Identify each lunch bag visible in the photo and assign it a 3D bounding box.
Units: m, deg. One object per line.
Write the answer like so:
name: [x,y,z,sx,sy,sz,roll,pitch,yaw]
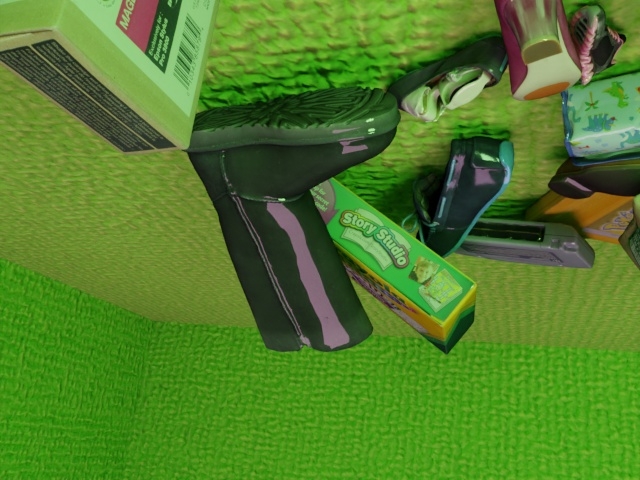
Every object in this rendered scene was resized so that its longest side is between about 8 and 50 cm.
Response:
lunch bag: [0.396,-0.154,0.797,0.128,0.096,0.151,-5,171,27]

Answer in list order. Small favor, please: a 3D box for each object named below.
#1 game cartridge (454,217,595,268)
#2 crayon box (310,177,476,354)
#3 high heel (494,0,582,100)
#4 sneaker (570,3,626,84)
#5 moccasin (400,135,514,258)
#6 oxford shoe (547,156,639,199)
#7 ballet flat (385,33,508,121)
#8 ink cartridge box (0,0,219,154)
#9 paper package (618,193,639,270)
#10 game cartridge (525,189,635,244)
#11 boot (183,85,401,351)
game cartridge: [0.388,0.004,1.218,0.297,0.062,0.198,6,174,36]
crayon box: [0.130,0.052,1.177,0.363,0.106,0.313,38,174,22]
high heel: [0.239,-0.236,0.676,0.082,0.117,0.244,-14,172,27]
sneaker: [0.320,-0.230,0.683,0.057,0.047,0.119,-19,156,13]
moccasin: [0.218,-0.081,1.051,0.116,0.138,0.342,13,147,-5]
oxford shoe: [0.419,-0.109,0.876,0.076,0.076,0.212,30,176,-15]
ballet flat: [0.157,-0.198,0.782,0.074,0.074,0.203,21,157,-34]
ink cartridge box: [-0.188,-0.229,0.568,0.088,0.235,0.193,0,160,21]
paper package: [0.604,0.027,0.740,0.309,0.325,0.168,-30,154,6]
game cartridge: [0.579,-0.056,1.063,0.323,0.053,0.285,9,161,-6]
boot: [-0.002,0.000,0.948,0.366,0.146,0.445,4,124,35]
